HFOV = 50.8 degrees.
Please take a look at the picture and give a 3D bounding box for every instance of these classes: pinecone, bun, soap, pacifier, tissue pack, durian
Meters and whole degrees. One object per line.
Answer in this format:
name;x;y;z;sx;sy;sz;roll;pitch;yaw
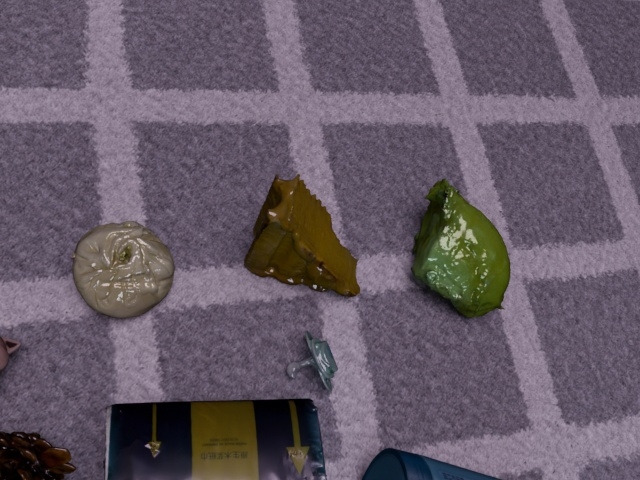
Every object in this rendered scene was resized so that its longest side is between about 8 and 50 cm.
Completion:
pinecone;-0.588;0.456;1.254;0.228;0.201;0.203;-1;106;12
bun;-0.442;0.057;1.508;0.229;0.145;0.229;8;64;-17
soap;0.000;0.000;1.558;0.304;0.339;0.169;14;66;-10
pacifier;-0.025;0.289;1.568;0.116;0.127;0.150;-21;82;1
tissue pack;-0.213;0.463;1.331;0.416;0.264;0.253;2;54;-18
durian;0.360;0.036;1.749;0.339;0.204;0.256;38;76;-9

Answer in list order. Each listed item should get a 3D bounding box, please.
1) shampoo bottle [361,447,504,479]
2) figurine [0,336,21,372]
shampoo bottle;0.264;0.633;1.381;0.342;0.331;0.331;18;64;-10
figurine;-0.696;0.234;1.363;0.138;0.125;0.125;23;63;-9
